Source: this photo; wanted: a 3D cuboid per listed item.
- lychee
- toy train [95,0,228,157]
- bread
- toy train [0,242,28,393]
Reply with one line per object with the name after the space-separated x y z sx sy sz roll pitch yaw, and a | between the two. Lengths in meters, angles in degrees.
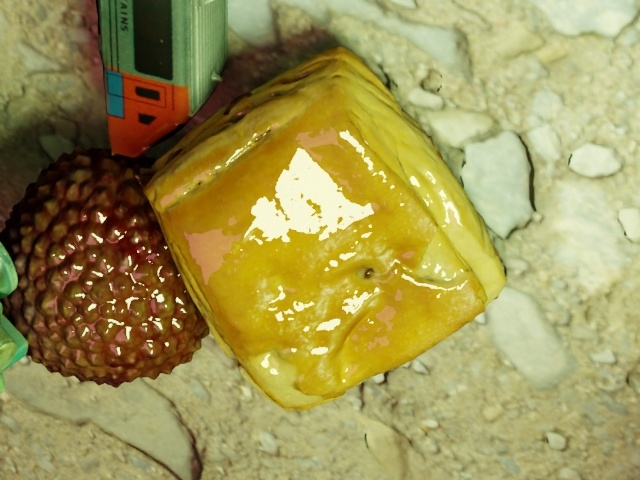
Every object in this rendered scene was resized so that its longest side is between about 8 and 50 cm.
-0.164 0.014 1.511 0.188 0.188 0.188 15 133 17 | lychee
-0.104 -0.226 1.335 0.089 0.086 0.409 15 133 14 | toy train
0.000 0.000 1.408 0.210 0.099 0.235 -31 115 9 | bread
-0.342 0.013 1.488 0.298 0.120 0.194 45 151 15 | toy train
